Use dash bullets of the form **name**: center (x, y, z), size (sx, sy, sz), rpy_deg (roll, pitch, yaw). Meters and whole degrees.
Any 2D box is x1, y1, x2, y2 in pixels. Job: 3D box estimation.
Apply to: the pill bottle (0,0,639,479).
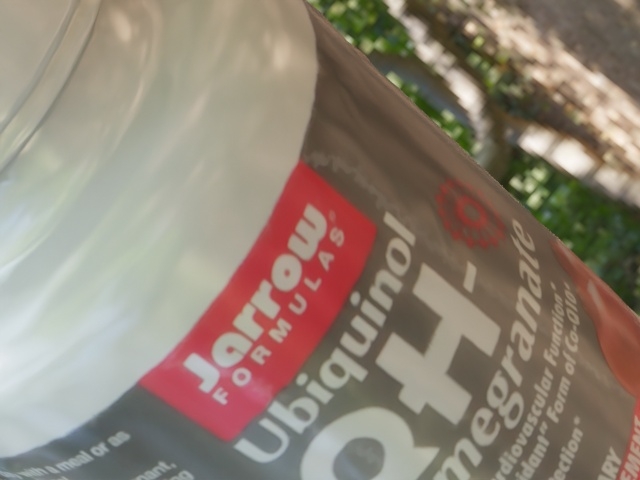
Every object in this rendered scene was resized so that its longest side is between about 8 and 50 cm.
- **pill bottle**: center (-0.034, 0.016, 0.536), size (0.318, 0.176, 0.176), rpy_deg (39, 180, -34)
